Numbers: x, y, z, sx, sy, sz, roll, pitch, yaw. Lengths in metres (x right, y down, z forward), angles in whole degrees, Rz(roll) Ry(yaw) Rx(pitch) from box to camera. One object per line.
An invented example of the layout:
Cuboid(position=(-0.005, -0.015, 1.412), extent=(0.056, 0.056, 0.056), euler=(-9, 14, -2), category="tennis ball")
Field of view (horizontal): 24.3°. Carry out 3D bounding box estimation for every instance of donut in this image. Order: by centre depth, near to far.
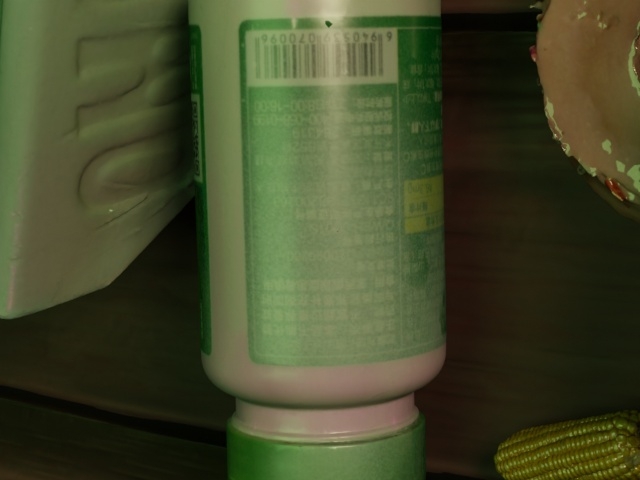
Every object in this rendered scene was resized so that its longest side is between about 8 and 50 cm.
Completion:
Cuboid(position=(0.150, -0.091, 0.672), extent=(0.117, 0.065, 0.166), euler=(25, 112, 36), category="donut")

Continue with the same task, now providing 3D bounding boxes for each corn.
Cuboid(position=(0.128, 0.107, 0.743), extent=(0.092, 0.037, 0.037), euler=(-17, 85, 45), category="corn")

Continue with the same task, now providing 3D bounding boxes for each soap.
Cuboid(position=(-0.126, -0.112, 0.833), extent=(0.095, 0.173, 0.289), euler=(36, 129, 32), category="soap")

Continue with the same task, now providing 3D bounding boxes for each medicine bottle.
Cuboid(position=(0.000, 0.000, 0.778), extent=(0.133, 0.133, 0.274), euler=(5, 99, 42), category="medicine bottle")
